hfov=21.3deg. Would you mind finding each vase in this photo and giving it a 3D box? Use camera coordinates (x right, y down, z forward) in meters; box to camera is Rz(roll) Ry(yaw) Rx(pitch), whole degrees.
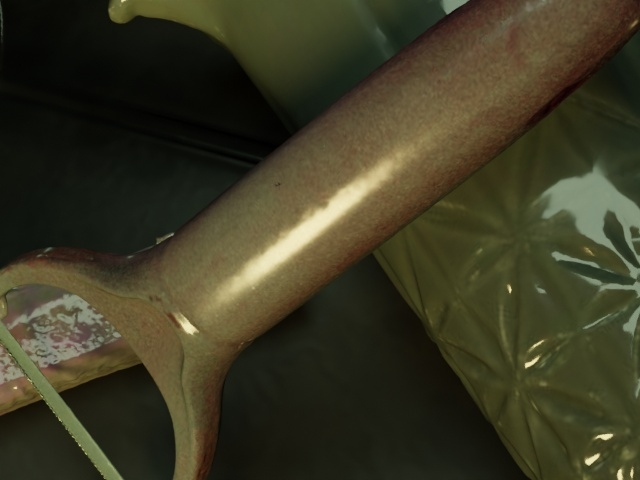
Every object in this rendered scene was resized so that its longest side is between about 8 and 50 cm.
[{"bbox_3d":[0.089,-0.029,0.611,0.251,0.156,0.300,-25,65,-6],"label":"vase"}]

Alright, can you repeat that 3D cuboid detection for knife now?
[{"bbox_3d":[0.000,0.000,0.550,0.278,0.053,0.123,-38,94,26],"label":"knife"}]

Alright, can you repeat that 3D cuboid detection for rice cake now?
[{"bbox_3d":[-0.106,0.041,0.650,0.207,0.036,0.047,-19,59,-6],"label":"rice cake"}]
